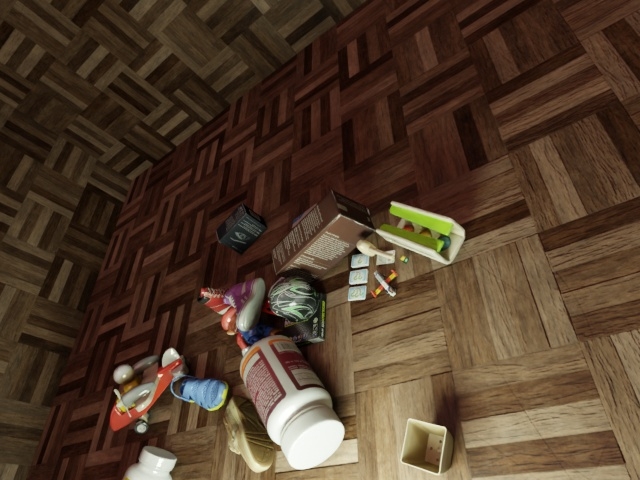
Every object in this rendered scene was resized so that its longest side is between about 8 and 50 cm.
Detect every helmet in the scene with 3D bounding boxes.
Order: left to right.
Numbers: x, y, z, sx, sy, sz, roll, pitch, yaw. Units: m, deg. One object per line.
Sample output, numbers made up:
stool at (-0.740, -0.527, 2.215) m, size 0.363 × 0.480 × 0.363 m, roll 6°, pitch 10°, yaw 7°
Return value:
helmet at (-0.103, 0.213, 1.583) m, size 0.169 × 0.161 × 0.170 m, roll -25°, pitch 45°, yaw 28°

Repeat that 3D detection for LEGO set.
LEGO set at (0.196, 0.115, 1.517) m, size 0.244 × 0.060 × 0.183 m, roll -11°, pitch 59°, yaw 38°

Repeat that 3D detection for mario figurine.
mario figurine at (-0.275, 0.370, 1.770) m, size 0.320 × 0.170 × 0.198 m, roll 23°, pitch 41°, yaw 39°

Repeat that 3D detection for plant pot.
plant pot at (0.286, 0.535, 1.094) m, size 0.108 × 0.096 × 0.109 m, roll -5°, pitch 58°, yaw 42°

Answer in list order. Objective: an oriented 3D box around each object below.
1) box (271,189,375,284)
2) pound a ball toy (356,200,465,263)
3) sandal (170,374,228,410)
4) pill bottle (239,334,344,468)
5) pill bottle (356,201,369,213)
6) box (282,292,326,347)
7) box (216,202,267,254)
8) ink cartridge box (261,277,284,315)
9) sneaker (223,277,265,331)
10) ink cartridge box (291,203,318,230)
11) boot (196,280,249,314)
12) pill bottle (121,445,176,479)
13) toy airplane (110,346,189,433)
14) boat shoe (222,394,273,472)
box at (0.000, 0.000, 1.624) m, size 0.381 × 0.191 × 0.143 m, roll -41°, pitch 46°, yaw 30°
pound a ball toy at (0.301, 0.003, 1.437) m, size 0.319 × 0.135 × 0.208 m, roll 25°, pitch 84°, yaw 52°
sandal at (-0.514, 0.627, 1.772) m, size 0.317 × 0.138 × 0.126 m, roll -12°, pitch 53°, yaw 36°
pill bottle at (-0.099, 0.512, 1.384) m, size 0.224 × 0.224 × 0.392 m, roll -51°, pitch 39°, yaw 3°
pill bottle at (0.125, -0.118, 1.728) m, size 0.152 × 0.086 × 0.086 m, roll 24°, pitch 80°, yaw 48°
box at (-0.064, 0.312, 1.633) m, size 0.190 × 0.045 × 0.184 m, roll -22°, pitch 50°, yaw 31°
box at (-0.399, -0.057, 2.138) m, size 0.207 × 0.153 × 0.108 m, roll -43°, pitch 41°, yaw 11°
ink cartridge box at (-0.166, 0.224, 1.740) m, size 0.145 × 0.045 × 0.179 m, roll 4°, pitch 35°, yaw 46°
sneaker at (-0.325, 0.268, 1.710) m, size 0.160 × 0.102 × 0.282 m, roll -11°, pitch 28°, yaw 13°
ink cartridge box at (-0.051, -0.055, 1.812) m, size 0.139 × 0.082 × 0.191 m, roll -35°, pitch 24°, yaw 21°
boot at (-0.444, 0.240, 1.950) m, size 0.244 × 0.176 × 0.089 m, roll -33°, pitch 42°, yaw 20°
pill bottle at (-0.693, 0.993, 1.639) m, size 0.187 × 0.188 × 0.334 m, roll 3°, pitch 65°, yaw 45°
toy airplane at (-0.795, 0.637, 1.924) m, size 0.386 × 0.272 × 0.385 m, roll -38°, pitch 21°, yaw 38°
boat shoe at (-0.264, 0.697, 1.502) m, size 0.110 × 0.121 × 0.341 m, roll -57°, pitch 29°, yaw 3°
